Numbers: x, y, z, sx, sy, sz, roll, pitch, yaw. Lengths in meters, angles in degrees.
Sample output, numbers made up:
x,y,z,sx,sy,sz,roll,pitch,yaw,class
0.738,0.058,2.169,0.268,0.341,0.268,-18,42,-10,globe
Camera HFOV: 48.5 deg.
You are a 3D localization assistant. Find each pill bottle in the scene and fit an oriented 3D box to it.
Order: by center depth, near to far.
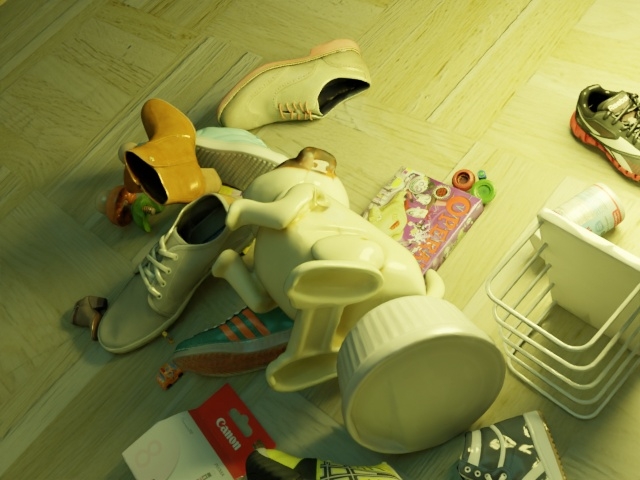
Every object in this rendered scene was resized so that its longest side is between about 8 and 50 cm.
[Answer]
x,y,z,sx,sy,sz,roll,pitch,yaw,class
0.468,-0.031,1.307,0.160,0.087,0.087,-32,50,-2,pill bottle

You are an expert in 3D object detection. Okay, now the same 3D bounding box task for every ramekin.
x,y,z,sx,sy,sz,roll,pitch,yaw,class
0.149,0.210,1.154,0.272,0.273,0.127,-28,39,1,ramekin

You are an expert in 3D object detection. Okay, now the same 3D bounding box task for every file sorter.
x,y,z,sx,sy,sz,roll,pitch,yaw,class
0.386,0.126,1.103,0.173,0.278,0.193,-45,52,-11,file sorter

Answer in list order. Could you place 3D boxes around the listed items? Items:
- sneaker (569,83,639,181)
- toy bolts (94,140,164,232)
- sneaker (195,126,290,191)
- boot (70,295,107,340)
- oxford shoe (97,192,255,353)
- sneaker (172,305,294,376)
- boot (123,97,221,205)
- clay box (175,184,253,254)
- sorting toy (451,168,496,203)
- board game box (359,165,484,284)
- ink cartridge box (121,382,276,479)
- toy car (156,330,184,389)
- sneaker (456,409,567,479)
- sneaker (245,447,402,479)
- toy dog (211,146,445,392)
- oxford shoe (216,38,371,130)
x,y,z,sx,sy,sz,roll,pitch,yaw,class
0.588,-0.208,1.359,0.097,0.135,0.276,-33,51,-6,sneaker
-0.454,-0.167,1.707,0.158,0.218,0.229,13,53,14,toy bolts
-0.161,-0.200,1.661,0.365,0.135,0.150,21,47,22,sneaker
-0.522,0.177,1.590,0.086,0.042,0.119,-13,50,21,boot
-0.321,0.058,1.507,0.449,0.130,0.169,-43,58,5,oxford shoe
-0.139,0.182,1.391,0.302,0.108,0.121,-10,51,5,sneaker
-0.355,-0.201,1.546,0.104,0.211,0.295,-44,76,25,boot
-0.208,-0.052,1.616,0.222,0.053,0.127,20,68,31,clay box
0.321,-0.112,1.463,0.102,0.042,0.061,37,90,25,sorting toy
0.146,0.014,1.433,0.208,0.056,0.347,30,70,31,board game box
-0.226,0.387,1.304,0.232,0.066,0.189,-43,51,-6,ink cartridge box
-0.323,0.242,1.456,0.060,0.040,0.122,-30,50,-1,toy car
0.294,0.395,1.054,0.153,0.099,0.282,-13,45,7,sneaker
0.045,0.423,1.139,0.384,0.145,0.147,15,31,33,sneaker
0.000,0.000,1.291,0.395,0.285,0.408,-13,44,-19,toy dog
-0.066,-0.353,1.731,0.396,0.140,0.147,-27,57,5,oxford shoe
